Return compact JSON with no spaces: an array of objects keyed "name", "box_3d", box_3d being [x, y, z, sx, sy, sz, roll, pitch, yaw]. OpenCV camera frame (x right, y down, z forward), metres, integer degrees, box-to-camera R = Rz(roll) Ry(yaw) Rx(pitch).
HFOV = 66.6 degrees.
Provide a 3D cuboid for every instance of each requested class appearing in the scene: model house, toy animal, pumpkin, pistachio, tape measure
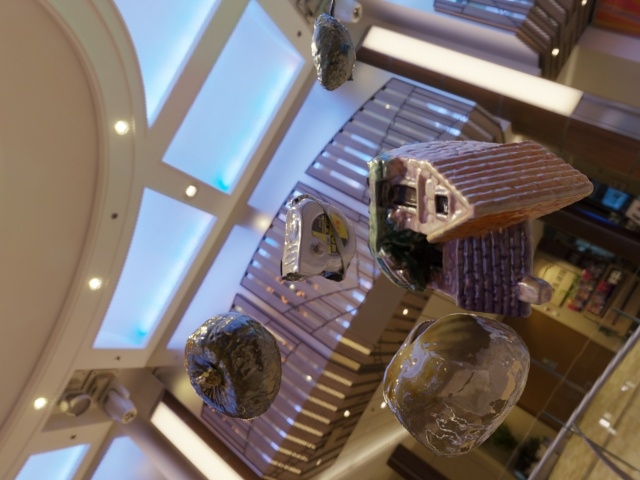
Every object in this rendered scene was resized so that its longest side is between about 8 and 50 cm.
[{"name":"model house","box_3d":[0.208,-0.018,0.686,0.202,0.237,0.237,-7,-76,-22]},{"name":"toy animal","box_3d":[0.030,-0.380,0.850,0.070,0.079,0.252,46,-128,-79]},{"name":"pumpkin","box_3d":[-0.175,0.248,0.950,0.162,0.219,0.219,-27,-41,-51]},{"name":"pistachio","box_3d":[0.211,0.208,0.717,0.288,0.166,0.197,6,-109,-41]},{"name":"tape measure","box_3d":[0.000,0.000,1.247,0.197,0.120,0.236,15,-116,-29]}]
